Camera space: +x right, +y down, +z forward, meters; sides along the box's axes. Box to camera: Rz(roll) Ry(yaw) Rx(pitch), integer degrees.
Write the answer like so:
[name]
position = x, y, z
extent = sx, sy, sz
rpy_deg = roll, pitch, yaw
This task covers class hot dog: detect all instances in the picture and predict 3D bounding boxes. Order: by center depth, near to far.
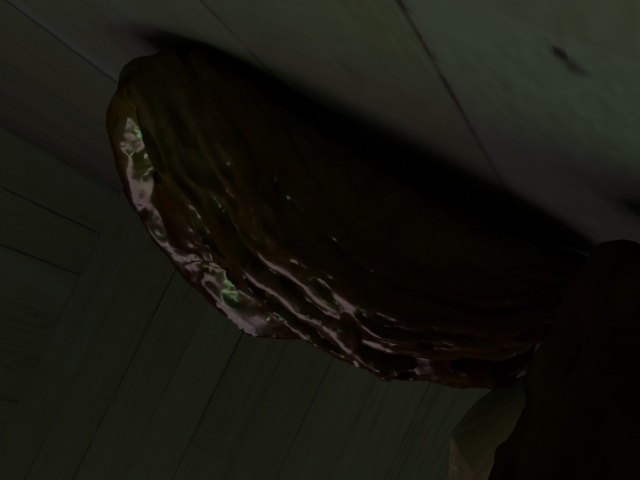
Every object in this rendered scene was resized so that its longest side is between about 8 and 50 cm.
[hot dog]
position = 0.001, 0.004, 0.610
extent = 0.259, 0.114, 0.175
rpy_deg = 26, 175, -12

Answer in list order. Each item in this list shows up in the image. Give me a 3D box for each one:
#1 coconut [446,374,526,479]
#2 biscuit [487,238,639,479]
[coconut]
position = 0.286, 0.277, 1.208
extent = 0.352, 0.352, 0.352
rpy_deg = 25, 176, 2
[biscuit]
position = 0.193, 0.229, 0.434
extent = 0.342, 0.395, 0.166
rpy_deg = 24, 171, -21
